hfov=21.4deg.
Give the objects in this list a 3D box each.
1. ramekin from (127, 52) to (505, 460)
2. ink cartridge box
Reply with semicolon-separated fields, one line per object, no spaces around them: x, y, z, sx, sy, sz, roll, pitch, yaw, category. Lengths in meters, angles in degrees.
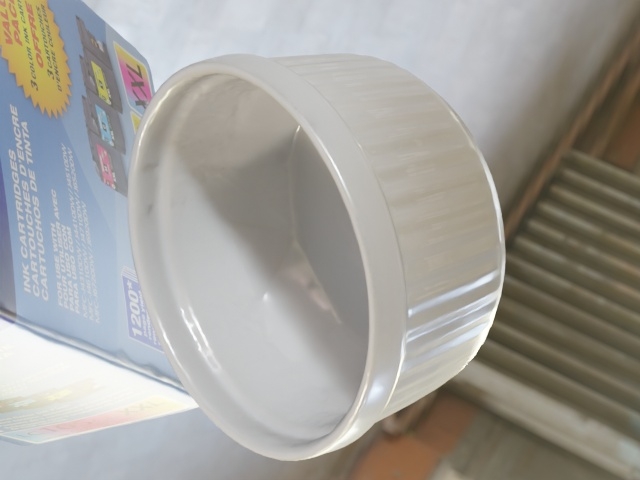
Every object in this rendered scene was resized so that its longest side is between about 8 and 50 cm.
0.000;0.000;0.874;0.109;0.207;0.207;-16;132;-37;ramekin
-0.220;-0.040;0.994;0.395;0.151;0.270;35;40;-67;ink cartridge box
